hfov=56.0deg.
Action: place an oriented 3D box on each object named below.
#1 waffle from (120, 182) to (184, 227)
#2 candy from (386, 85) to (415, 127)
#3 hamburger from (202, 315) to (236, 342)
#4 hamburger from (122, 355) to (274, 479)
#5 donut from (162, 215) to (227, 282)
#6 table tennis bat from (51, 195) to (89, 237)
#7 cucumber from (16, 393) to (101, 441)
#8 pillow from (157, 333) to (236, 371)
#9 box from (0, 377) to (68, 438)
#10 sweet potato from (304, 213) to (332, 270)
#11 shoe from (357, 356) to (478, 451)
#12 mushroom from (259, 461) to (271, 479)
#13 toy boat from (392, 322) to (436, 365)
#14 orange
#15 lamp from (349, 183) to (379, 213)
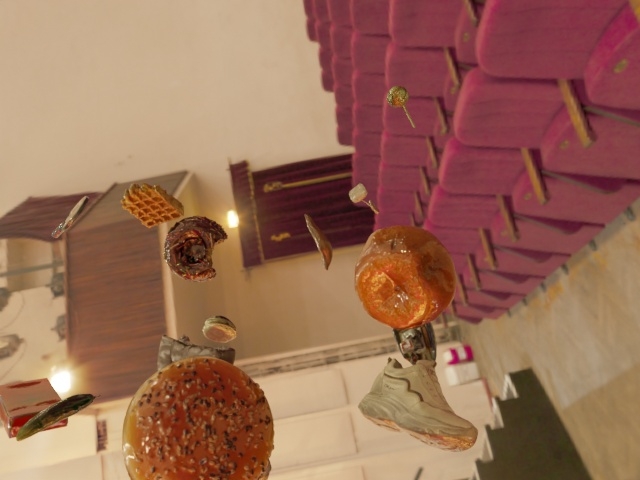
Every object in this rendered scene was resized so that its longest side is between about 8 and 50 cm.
[{"bbox_3d":[-0.607,-0.132,2.124,0.211,0.160,0.055,48,-152,-55],"label":"waffle"},{"bbox_3d":[0.241,-0.373,1.722,0.202,0.061,0.061,40,-145,-60],"label":"candy"},{"bbox_3d":[-0.398,0.351,2.385,0.133,0.140,0.063,33,-137,-24],"label":"hamburger"},{"bbox_3d":[-0.224,0.368,1.133,0.176,0.300,0.301,136,127,-59],"label":"hamburger"},{"bbox_3d":[-0.432,0.027,2.041,0.230,0.216,0.096,-62,1,6],"label":"donut"},{"bbox_3d":[-0.650,-0.057,1.563,0.019,0.155,0.100,37,-150,-27],"label":"table tennis bat"},{"bbox_3d":[-0.516,0.337,1.182,0.039,0.167,0.039,39,143,38],"label":"cucumber"},{"bbox_3d":[-0.360,0.389,1.683,0.326,0.101,0.228,-2,79,51],"label":"pillow"},{"bbox_3d":[-0.609,0.348,1.262,0.175,0.112,0.048,16,105,53],"label":"box"},{"bbox_3d":[0.000,-0.002,2.450,0.069,0.059,0.250,-31,83,53],"label":"sweet potato"},{"bbox_3d":[0.267,0.409,1.571,0.132,0.341,0.211,44,-116,-39],"label":"shoe"},{"bbox_3d":[-0.234,0.789,1.792,0.123,0.094,0.352,-118,49,-69],"label":"mushroom"},{"bbox_3d":[0.256,0.255,1.717,0.115,0.114,0.262,29,-142,-48],"label":"toy boat"},{"bbox_3d":[0.206,0.081,1.419,0.183,0.248,0.249,-48,-49,-62],"label":"orange"},{"bbox_3d":[0.152,-0.128,1.883,0.050,0.056,0.198,61,-162,21],"label":"lamp"}]
